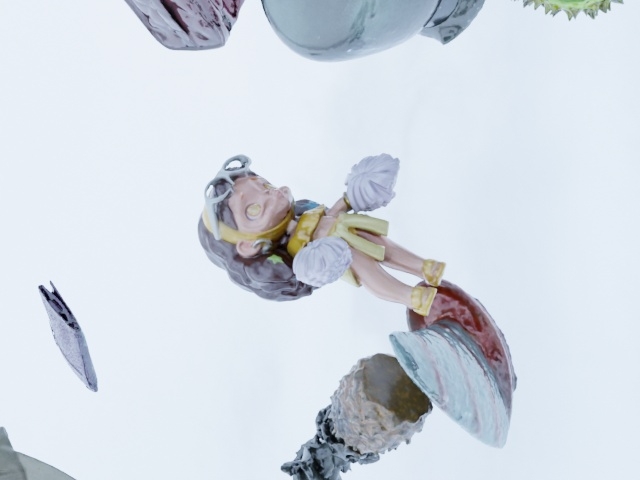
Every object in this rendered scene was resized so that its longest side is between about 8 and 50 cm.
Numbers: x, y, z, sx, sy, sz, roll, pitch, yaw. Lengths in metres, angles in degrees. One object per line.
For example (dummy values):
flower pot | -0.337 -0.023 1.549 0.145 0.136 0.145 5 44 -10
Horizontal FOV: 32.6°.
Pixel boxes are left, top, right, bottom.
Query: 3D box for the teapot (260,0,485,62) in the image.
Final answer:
teapot | 0.069 -0.370 1.401 0.305 0.285 0.223 57 134 26

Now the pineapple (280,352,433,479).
pineapple | 0.033 0.228 1.277 0.237 0.119 0.111 -55 40 42

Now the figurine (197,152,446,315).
figurine | -0.002 0.000 1.037 0.240 0.116 0.174 13 45 17

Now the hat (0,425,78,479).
hat | -0.282 0.281 0.991 0.173 0.144 0.166 27 120 42

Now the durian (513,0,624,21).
durian | 0.236 -0.336 1.109 0.237 0.200 0.176 11 51 22

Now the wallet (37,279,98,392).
wallet | -0.377 0.148 1.641 0.030 0.166 0.111 -27 53 -20

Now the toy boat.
toy boat | 0.137 0.134 1.160 0.096 0.282 0.206 -25 80 16

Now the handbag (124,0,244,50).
handbag | -0.196 -0.361 1.459 0.146 0.225 0.135 8 61 32
